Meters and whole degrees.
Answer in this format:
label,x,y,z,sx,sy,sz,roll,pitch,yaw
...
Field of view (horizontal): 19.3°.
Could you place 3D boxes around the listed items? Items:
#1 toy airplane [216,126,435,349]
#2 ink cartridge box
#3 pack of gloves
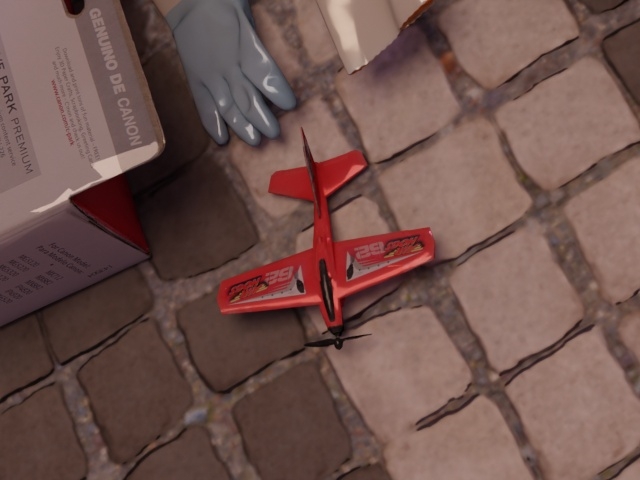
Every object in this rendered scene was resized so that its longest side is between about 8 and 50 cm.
label,x,y,z,sx,sy,sz,roll,pitch,yaw
toy airplane,0.000,0.000,1.217,0.151,0.028,0.151,-6,72,19
ink cartridge box,-0.238,-0.111,1.290,0.272,0.130,0.309,-24,67,12
pack of gloves,-0.051,-0.190,1.254,0.195,0.046,0.232,-40,63,27
